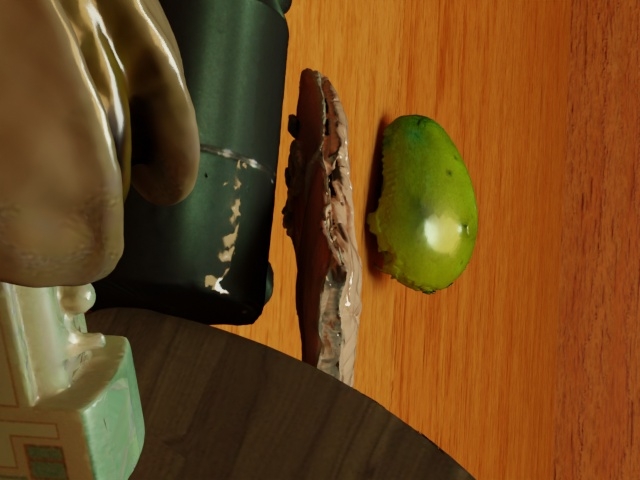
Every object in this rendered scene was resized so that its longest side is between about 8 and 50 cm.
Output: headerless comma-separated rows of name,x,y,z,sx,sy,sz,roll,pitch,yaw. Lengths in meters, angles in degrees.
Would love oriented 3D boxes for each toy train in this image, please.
toy train,-0.142,0.027,0.571,0.080,0.125,0.194,-64,152,-59

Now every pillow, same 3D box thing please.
pillow,0.000,0.000,0.824,0.232,0.043,0.126,-94,-176,-56

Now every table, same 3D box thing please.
table,-0.034,0.244,0.736,0.249,0.317,0.317,93,10,-54

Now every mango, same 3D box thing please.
mango,0.103,-0.037,1.389,0.119,0.100,0.178,23,62,-69

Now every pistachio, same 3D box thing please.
pistachio,-0.138,-0.086,0.459,0.238,0.153,0.137,48,56,-16

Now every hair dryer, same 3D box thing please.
hair dryer,-0.066,-0.054,0.878,0.302,0.116,0.244,73,23,-73
